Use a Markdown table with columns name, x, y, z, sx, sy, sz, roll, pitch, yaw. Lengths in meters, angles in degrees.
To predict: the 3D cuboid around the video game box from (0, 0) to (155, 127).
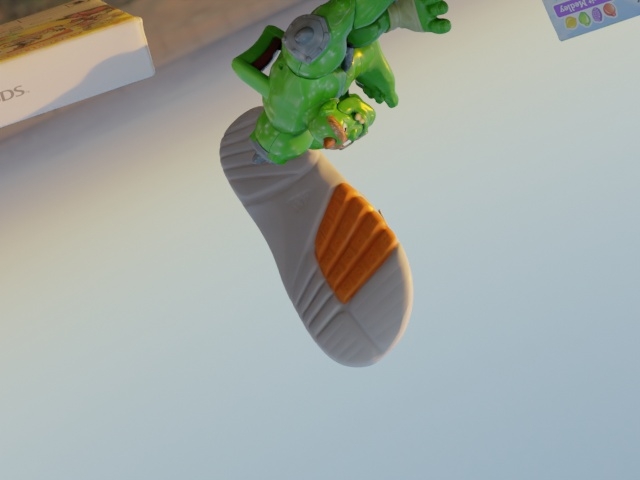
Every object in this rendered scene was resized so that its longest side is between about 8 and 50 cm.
| name | x | y | z | sx | sy | sz | roll | pitch | yaw |
| --- | --- | --- | --- | --- | --- | --- | --- | --- | --- |
| video game box | -0.231 | -0.113 | 1.075 | 0.205 | 0.048 | 0.187 | -20 | -164 | -12 |

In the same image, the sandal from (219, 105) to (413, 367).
| name | x | y | z | sx | sy | sz | roll | pitch | yaw |
| --- | --- | --- | --- | --- | --- | --- | --- | --- | --- |
| sandal | 0.008 | -0.007 | 1.284 | 0.102 | 0.265 | 0.076 | -38 | 147 | 11 |

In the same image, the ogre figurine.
| name | x | y | z | sx | sy | sz | roll | pitch | yaw |
| --- | --- | --- | --- | --- | --- | --- | --- | --- | --- |
| ogre figurine | 0.009 | -0.115 | 1.035 | 0.118 | 0.097 | 0.197 | -36 | -178 | -31 |

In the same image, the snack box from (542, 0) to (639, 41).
| name | x | y | z | sx | sy | sz | roll | pitch | yaw |
| --- | --- | --- | --- | --- | --- | --- | --- | --- | --- |
| snack box | 0.238 | -0.202 | 0.883 | 0.174 | 0.070 | 0.207 | -13 | -161 | 47 |
